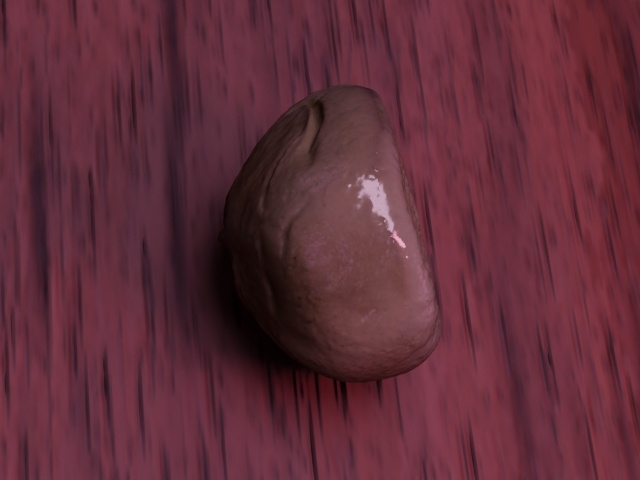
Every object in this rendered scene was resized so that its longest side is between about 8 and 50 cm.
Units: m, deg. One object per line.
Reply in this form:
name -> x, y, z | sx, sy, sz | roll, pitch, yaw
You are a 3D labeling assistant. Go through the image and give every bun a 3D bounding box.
bun -> 0.000, 0.000, 1.126 | 0.113, 0.173, 0.166 | -14, 100, -1
